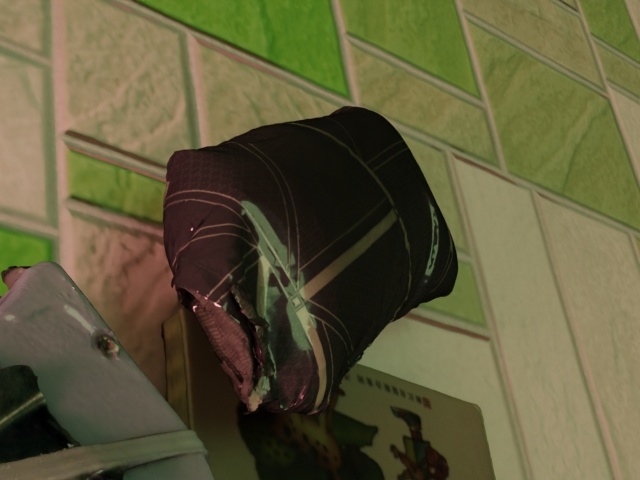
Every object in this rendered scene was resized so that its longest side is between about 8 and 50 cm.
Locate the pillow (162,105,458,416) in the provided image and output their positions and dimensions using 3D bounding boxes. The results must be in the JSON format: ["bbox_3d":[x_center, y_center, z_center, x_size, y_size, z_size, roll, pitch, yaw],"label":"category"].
[{"bbox_3d":[0.000,0.000,0.712,0.161,0.092,0.335,54,24,4],"label":"pillow"}]

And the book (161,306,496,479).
[{"bbox_3d":[0.030,0.228,0.632,0.260,0.043,0.371,22,46,-36],"label":"book"}]

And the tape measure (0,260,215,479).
[{"bbox_3d":[-0.126,0.120,0.491,0.181,0.107,0.182,45,34,-2],"label":"tape measure"}]
